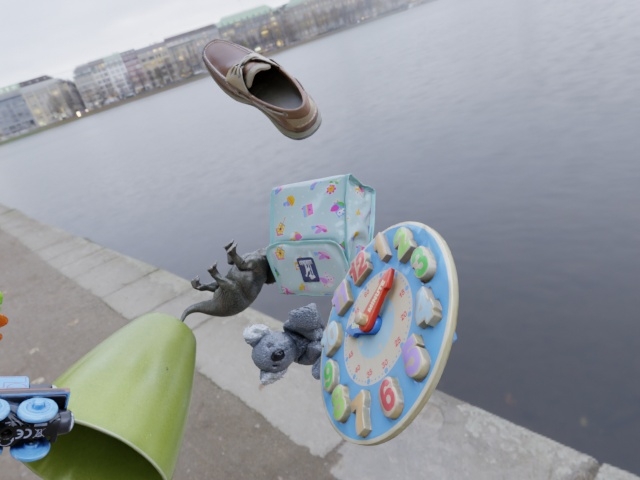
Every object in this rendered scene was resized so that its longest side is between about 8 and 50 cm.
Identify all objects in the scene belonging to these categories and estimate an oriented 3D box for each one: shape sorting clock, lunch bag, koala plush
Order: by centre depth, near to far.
[{"bbox_3d":[0.051,0.079,0.442,0.040,0.206,0.206,23,14,-17],"label":"shape sorting clock"},{"bbox_3d":[0.000,0.000,1.097,0.223,0.262,0.160,-4,-15,33],"label":"lunch bag"},{"bbox_3d":[-0.083,0.284,1.279,0.221,0.196,0.203,-24,4,-2],"label":"koala plush"}]

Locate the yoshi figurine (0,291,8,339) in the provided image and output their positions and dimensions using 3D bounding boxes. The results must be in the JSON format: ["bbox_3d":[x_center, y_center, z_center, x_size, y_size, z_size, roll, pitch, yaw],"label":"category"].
[{"bbox_3d":[-0.806,0.199,0.934,0.362,0.203,0.203,-41,-13,1],"label":"yoshi figurine"}]

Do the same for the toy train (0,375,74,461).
[{"bbox_3d":[-0.391,0.203,0.559,0.184,0.080,0.105,9,15,-35],"label":"toy train"}]

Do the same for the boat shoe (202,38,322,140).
[{"bbox_3d":[-0.131,-0.346,1.020,0.123,0.324,0.116,-52,-15,-6],"label":"boat shoe"}]

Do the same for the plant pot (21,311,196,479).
[{"bbox_3d":[-0.353,0.283,0.893,0.274,0.275,0.294,-10,33,19],"label":"plant pot"}]

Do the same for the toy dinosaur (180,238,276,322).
[{"bbox_3d":[-0.198,0.103,1.136,0.313,0.160,0.121,-50,19,-20],"label":"toy dinosaur"}]
